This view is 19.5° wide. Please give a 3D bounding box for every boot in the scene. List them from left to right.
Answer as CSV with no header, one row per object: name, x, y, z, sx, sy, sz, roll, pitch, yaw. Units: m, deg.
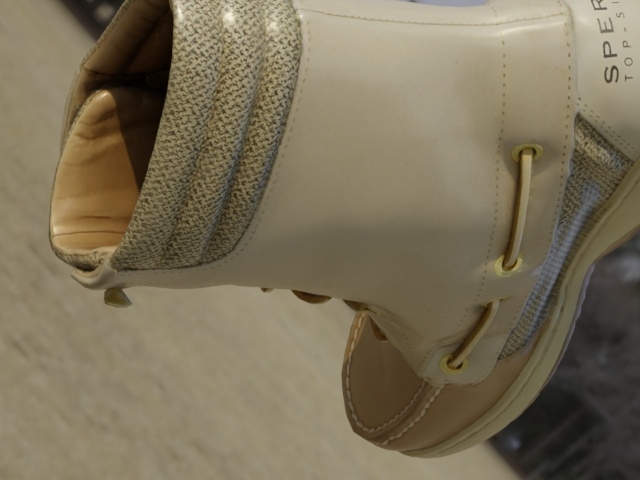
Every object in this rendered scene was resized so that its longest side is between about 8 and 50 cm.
boot,0.000,0.000,0.662,0.262,0.203,0.095,121,-40,-52
